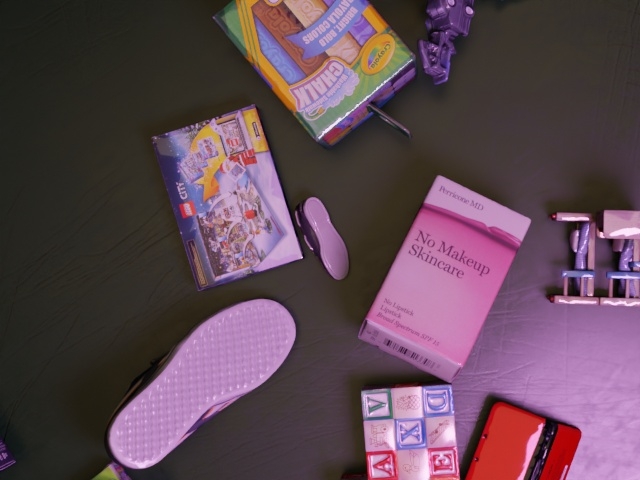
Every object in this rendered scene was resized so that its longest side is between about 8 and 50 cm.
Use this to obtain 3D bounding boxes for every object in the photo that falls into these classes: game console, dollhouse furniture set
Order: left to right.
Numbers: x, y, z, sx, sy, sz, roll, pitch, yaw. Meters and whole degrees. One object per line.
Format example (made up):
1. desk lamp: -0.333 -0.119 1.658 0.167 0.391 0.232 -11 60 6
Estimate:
1. game console: 0.285 0.313 1.914 0.085 0.124 0.144 22 92 41
2. dollhouse furniture set: 0.381 0.025 1.847 0.128 0.183 0.129 1 90 5

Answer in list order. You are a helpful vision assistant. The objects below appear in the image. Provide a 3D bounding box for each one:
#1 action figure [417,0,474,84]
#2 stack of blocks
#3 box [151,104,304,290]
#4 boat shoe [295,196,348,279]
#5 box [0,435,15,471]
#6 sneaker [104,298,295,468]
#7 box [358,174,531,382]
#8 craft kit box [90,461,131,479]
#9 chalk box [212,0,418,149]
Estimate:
1. action figure: 0.192 -0.394 1.813 0.178 0.330 0.341 -7 73 44
2. stack of blocks: 0.113 0.352 1.914 0.171 0.087 0.297 -4 89 4
3. box: -0.133 -0.061 1.959 0.159 0.044 0.233 -17 88 4
4. boat shoe: 0.000 0.000 1.951 0.046 0.038 0.125 -29 94 -38
5. box: -0.567 0.278 1.958 0.153 0.108 0.207 -31 87 4
6. sneaker: -0.181 0.199 1.931 0.321 0.127 0.126 -37 93 -21
7. box: 0.169 0.054 1.862 0.148 0.127 0.232 26 74 5
8. craft kit box: -0.323 0.491 1.965 0.246 0.061 0.250 -37 87 6
9. chalk box: 0.018 -0.243 1.882 0.179 0.180 0.289 -39 86 3
